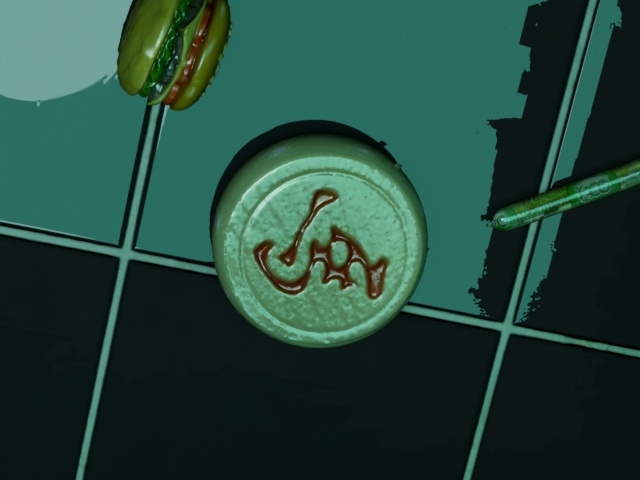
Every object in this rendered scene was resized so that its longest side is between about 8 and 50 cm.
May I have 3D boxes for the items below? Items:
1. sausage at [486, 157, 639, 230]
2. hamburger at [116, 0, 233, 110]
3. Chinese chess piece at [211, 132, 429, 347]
[{"bbox_3d":[0.336,-0.063,2.044,0.269,0.033,0.033,-20,105,-1],"label":"sausage"},{"bbox_3d":[-0.170,-0.233,1.890,0.115,0.162,0.162,20,101,-14],"label":"hamburger"},{"bbox_3d":[0.000,0.000,1.992,0.273,0.102,0.273,-2,104,-6],"label":"Chinese chess piece"}]
